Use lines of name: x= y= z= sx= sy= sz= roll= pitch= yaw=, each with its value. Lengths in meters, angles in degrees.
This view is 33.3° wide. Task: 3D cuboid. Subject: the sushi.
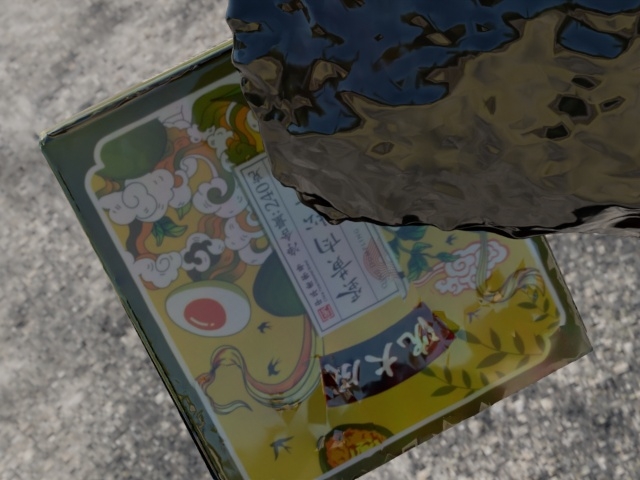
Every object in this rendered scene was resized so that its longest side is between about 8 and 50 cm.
sushi: x=0.117 y=-0.144 z=0.647 sx=0.294 sy=0.281 sz=0.299 roll=5 pitch=16 yaw=25

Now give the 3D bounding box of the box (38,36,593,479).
box: x=0.000 y=0.000 z=0.998 sx=0.373 sy=0.420 sz=0.138 roll=-27 pitch=10 yaw=-7
